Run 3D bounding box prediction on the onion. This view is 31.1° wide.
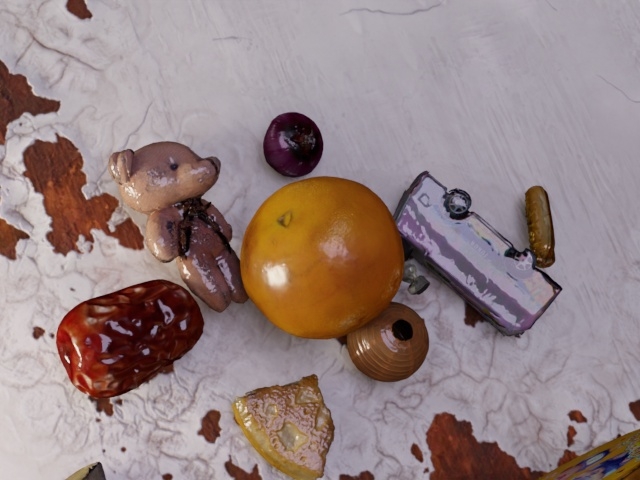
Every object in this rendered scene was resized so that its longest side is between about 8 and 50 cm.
[{"bbox_3d":[-0.043,-0.166,1.970,0.115,0.104,0.115,4,82,-29],"label":"onion"}]

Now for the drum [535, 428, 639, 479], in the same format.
[{"bbox_3d":[0.417,0.456,1.722,0.431,0.431,0.214,-27,81,-22],"label":"drum"}]

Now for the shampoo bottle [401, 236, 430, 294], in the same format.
[{"bbox_3d":[0.104,0.012,1.943,0.063,0.057,0.208,-27,63,-36],"label":"shampoo bottle"}]

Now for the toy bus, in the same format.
[{"bbox_3d":[0.258,0.026,1.993,0.317,0.112,0.138,40,76,1],"label":"toy bus"}]

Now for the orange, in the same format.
[{"bbox_3d":[0.001,0.026,1.808,0.261,0.261,0.261,5,70,-14],"label":"orange"}]

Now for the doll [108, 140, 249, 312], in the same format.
[{"bbox_3d":[-0.194,-0.039,1.838,0.303,0.156,0.201,54,27,7],"label":"doll"}]

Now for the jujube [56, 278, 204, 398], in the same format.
[{"bbox_3d":[-0.291,0.143,1.769,0.230,0.155,0.155,-28,81,-29],"label":"jujube"}]

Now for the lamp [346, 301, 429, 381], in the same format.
[{"bbox_3d":[0.111,0.165,1.886,0.136,0.136,0.136,5,70,-14],"label":"lamp"}]

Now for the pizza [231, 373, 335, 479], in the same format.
[{"bbox_3d":[-0.048,0.283,1.842,0.182,0.062,0.161,32,73,2],"label":"pizza"}]

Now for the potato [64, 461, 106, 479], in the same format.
[{"bbox_3d":[-0.377,0.417,1.698,0.101,0.089,0.172,56,33,-14],"label":"potato"}]

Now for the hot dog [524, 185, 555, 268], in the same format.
[{"bbox_3d":[0.390,-0.022,2.045,0.045,0.071,0.165,-3,51,6],"label":"hot dog"}]
